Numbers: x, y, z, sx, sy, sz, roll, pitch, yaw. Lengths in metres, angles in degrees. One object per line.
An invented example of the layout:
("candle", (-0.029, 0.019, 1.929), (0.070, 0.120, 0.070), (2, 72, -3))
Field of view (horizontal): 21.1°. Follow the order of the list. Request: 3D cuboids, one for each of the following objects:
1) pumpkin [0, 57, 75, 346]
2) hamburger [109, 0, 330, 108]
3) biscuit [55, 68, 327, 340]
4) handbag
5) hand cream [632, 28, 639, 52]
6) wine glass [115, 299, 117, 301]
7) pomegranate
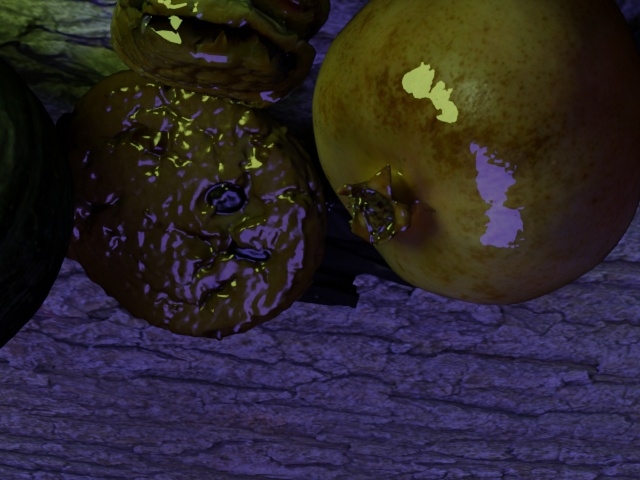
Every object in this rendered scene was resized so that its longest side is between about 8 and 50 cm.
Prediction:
("pumpkin", (-0.449, -0.057, 1.571), (0.454, 0.344, 0.454), (11, 157, 5))
("hamburger", (-0.091, -0.182, 1.502), (0.183, 0.130, 0.206), (12, 155, -8))
("biscuit", (-0.134, -0.031, 1.669), (0.296, 0.075, 0.296), (7, 118, 13))
("handbag", (0.000, 0.001, 1.872), (0.257, 0.113, 0.285), (20, 150, -40))
("hand cream", (0.279, -0.142, 1.582), (0.091, 0.058, 0.271), (48, 143, -4))
("wine glass", (-0.166, 0.043, 2.018), (0.155, 0.073, 0.073), (0, 153, 10))
("pomegranate", (0.130, -0.095, 1.426), (0.319, 0.319, 0.319), (4, 153, 2))
